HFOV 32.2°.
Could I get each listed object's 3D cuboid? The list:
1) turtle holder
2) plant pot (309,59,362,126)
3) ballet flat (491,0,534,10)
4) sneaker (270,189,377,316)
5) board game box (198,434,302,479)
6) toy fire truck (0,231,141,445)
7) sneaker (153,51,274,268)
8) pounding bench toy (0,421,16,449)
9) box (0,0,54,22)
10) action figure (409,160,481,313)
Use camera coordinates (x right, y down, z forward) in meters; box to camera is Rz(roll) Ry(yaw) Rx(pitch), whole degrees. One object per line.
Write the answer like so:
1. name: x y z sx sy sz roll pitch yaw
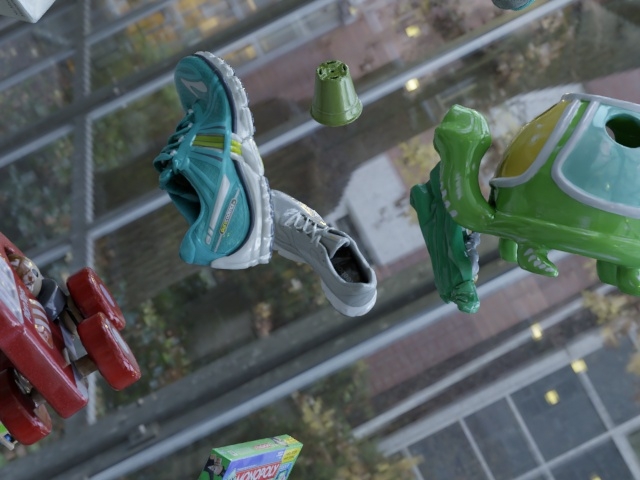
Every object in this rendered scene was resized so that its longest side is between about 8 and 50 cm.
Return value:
1. turtle holder: 0.315 -0.069 1.410 0.243 0.320 0.227 4 100 -66
2. plant pot: 0.021 -0.234 1.718 0.079 0.083 0.083 84 -15 -48
3. ballet flat: 0.241 -0.303 1.048 0.068 0.213 0.072 51 -1 -29
4. sneaker: 0.000 0.000 1.788 0.262 0.099 0.121 43 -23 10
5. board game box: -0.154 0.475 2.058 0.046 0.213 0.317 28 6 22
6. toy fire truck: -0.370 0.086 1.390 0.254 0.169 0.302 61 -4 -32
7. sneaker: -0.123 -0.092 1.174 0.107 0.110 0.275 105 -26 -54
8. pounding bench toy: -0.435 0.235 1.525 0.083 0.065 0.052 51 3 -27
9. box: -0.372 -0.303 1.080 0.275 0.094 0.113 18 -25 30
10. action figure: 0.178 0.001 1.477 0.137 0.063 0.232 122 -28 -46
